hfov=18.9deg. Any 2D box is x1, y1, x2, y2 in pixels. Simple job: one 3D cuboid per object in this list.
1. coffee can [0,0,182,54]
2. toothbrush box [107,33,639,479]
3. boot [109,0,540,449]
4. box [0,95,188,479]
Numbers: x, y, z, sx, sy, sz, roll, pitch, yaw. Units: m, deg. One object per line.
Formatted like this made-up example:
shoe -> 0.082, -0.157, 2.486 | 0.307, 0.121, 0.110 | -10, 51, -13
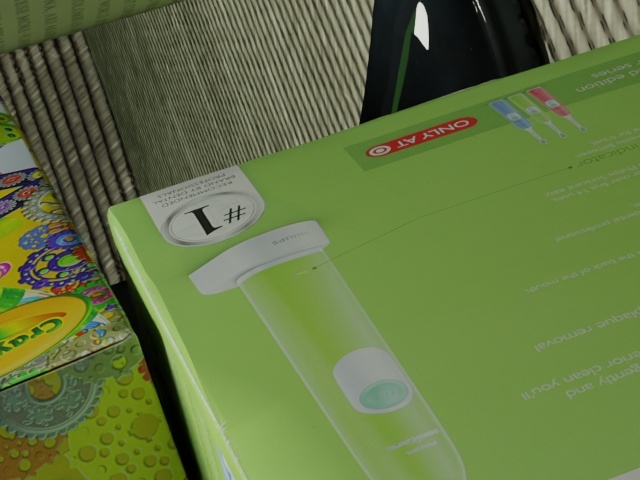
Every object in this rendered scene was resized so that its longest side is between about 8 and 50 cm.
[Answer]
coffee can -> -0.018, -0.164, 0.458 | 0.201, 0.275, 0.201 | 162, 90, -79
toothbrush box -> 0.079, 0.062, 0.530 | 0.283, 0.206, 0.122 | -129, 22, -61
boot -> 0.000, 0.000, 0.835 | 0.094, 0.207, 0.246 | -136, 30, -69
box -> -0.137, 0.130, 0.714 | 0.279, 0.177, 0.290 | -130, 20, -61
